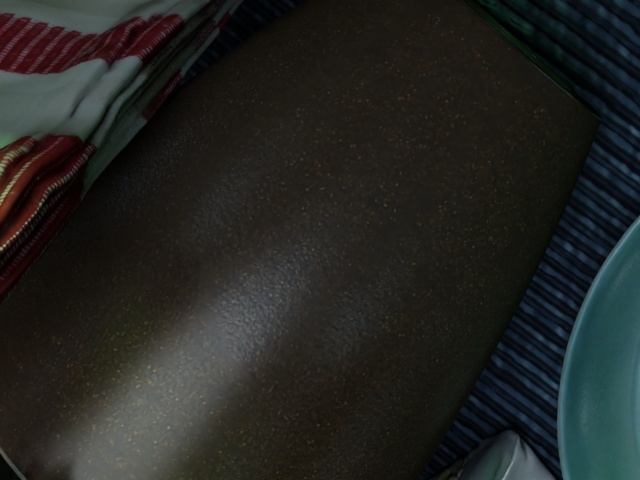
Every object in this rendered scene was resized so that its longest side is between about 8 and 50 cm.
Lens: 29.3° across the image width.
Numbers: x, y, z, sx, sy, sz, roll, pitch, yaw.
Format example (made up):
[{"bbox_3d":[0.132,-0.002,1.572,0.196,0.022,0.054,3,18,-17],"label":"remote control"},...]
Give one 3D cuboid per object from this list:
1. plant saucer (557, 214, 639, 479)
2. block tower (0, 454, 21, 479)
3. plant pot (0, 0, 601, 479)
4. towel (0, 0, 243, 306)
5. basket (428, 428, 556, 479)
[{"bbox_3d":[0.259,0.085,0.505,0.317,0.044,0.318,8,111,21],"label":"plant saucer"},{"bbox_3d":[-0.126,0.194,0.575,0.091,0.097,0.335,-13,137,15],"label":"block tower"},{"bbox_3d":[0.000,0.000,0.516,0.215,0.215,0.230,43,104,5],"label":"plant pot"},{"bbox_3d":[-0.174,-0.081,0.477,0.237,0.329,0.037,13,133,15],"label":"towel"},{"bbox_3d":[0.085,0.196,0.580,0.103,0.113,0.167,-35,91,31],"label":"basket"}]
